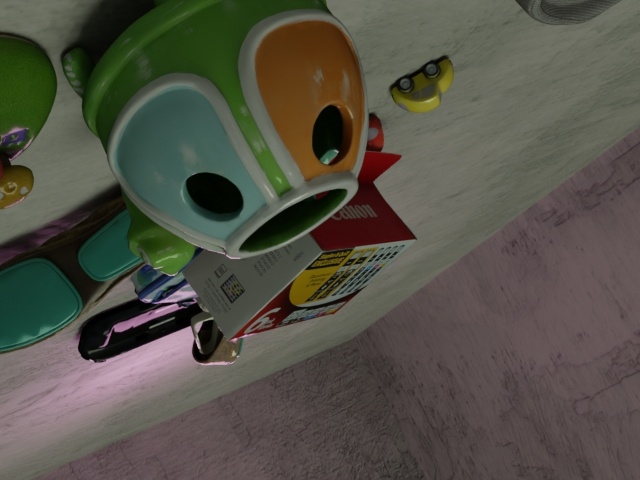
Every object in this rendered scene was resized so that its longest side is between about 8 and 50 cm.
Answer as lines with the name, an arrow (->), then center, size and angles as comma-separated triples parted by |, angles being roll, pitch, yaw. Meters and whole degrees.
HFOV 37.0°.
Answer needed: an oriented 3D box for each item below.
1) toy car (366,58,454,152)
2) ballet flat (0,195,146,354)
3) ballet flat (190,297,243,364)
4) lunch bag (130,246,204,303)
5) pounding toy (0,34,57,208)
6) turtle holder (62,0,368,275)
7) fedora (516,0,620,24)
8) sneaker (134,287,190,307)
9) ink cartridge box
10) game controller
toy car -> 0.066, -0.169, 1.359 | 0.239, 0.053, 0.225 | -38, 165, 36
ballet flat -> -0.318, 0.030, 1.236 | 0.342, 0.116, 0.124 | -35, -165, -1
ballet flat -> -0.183, 0.127, 1.772 | 0.106, 0.107, 0.316 | -7, 134, -25
lunch bag -> -0.186, 0.017, 1.495 | 0.219, 0.090, 0.176 | -34, 164, 20
pounding toy -> -0.314, -0.064, 0.826 | 0.237, 0.110, 0.183 | -36, 165, 30
turtle holder -> -0.103, -0.095, 0.883 | 0.320, 0.227, 0.243 | -32, 168, 15
fedora -> 0.294, -0.325, 1.057 | 0.275, 0.124, 0.244 | -16, 164, -43
sneaker -> -0.247, 0.081, 1.647 | 0.063, 0.073, 0.162 | -36, 165, 35
ink cartridge box -> 0.000, 0.000, 1.405 | 0.272, 0.130, 0.309 | -44, 163, 25
game controller -> -0.306, 0.138, 1.822 | 0.319, 0.067, 0.166 | -22, 152, -30
